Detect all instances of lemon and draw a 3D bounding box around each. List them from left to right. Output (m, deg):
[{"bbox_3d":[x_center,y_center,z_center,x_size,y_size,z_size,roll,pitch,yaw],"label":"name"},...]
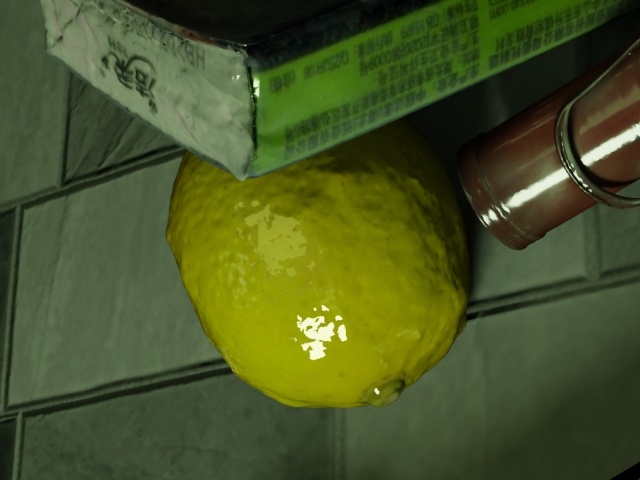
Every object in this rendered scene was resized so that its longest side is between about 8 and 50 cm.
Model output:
[{"bbox_3d":[0.000,0.000,1.241,0.233,0.233,0.288,-42,56,22],"label":"lemon"}]

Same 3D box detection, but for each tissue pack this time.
[{"bbox_3d":[0.022,-0.196,1.210,0.288,0.394,0.124,31,137,45],"label":"tissue pack"}]

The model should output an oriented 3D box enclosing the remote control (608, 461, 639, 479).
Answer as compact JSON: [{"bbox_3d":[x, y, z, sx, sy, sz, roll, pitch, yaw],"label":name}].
[{"bbox_3d":[0.138,0.278,1.089,0.399,0.144,0.062,-38,10,18],"label":"remote control"}]

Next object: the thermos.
[{"bbox_3d":[0.219,-0.089,1.183,0.232,0.099,0.124,-32,17,27],"label":"thermos"}]
